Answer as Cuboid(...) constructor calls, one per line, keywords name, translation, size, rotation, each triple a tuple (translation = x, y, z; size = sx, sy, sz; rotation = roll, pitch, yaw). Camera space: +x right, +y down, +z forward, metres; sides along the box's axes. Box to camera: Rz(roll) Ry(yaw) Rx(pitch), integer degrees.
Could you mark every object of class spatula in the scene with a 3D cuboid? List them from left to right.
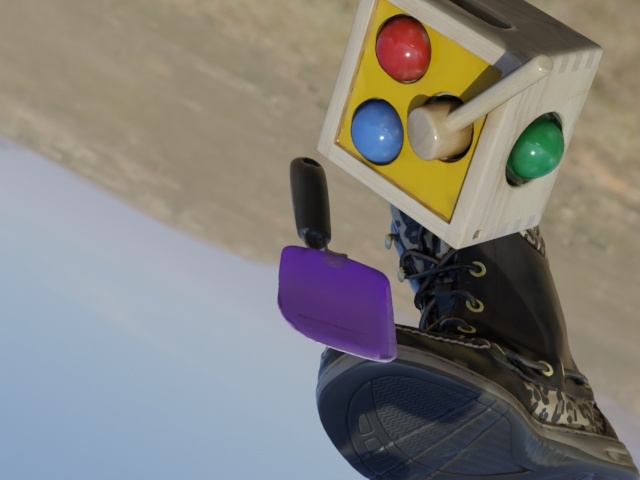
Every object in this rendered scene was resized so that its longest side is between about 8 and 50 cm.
Cuboid(name="spatula", translation=(0.000, 0.000, 1.233), size=(0.084, 0.030, 0.296), rotation=(17, -160, -13))

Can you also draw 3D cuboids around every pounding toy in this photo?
Cuboid(name="pounding toy", translation=(0.074, -0.072, 0.894), size=(0.100, 0.130, 0.141), rotation=(-15, -139, -44))

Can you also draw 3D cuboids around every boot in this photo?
Cuboid(name="boot", translation=(0.111, 0.070, 1.464), size=(0.377, 0.138, 0.284), rotation=(23, -138, -42))
